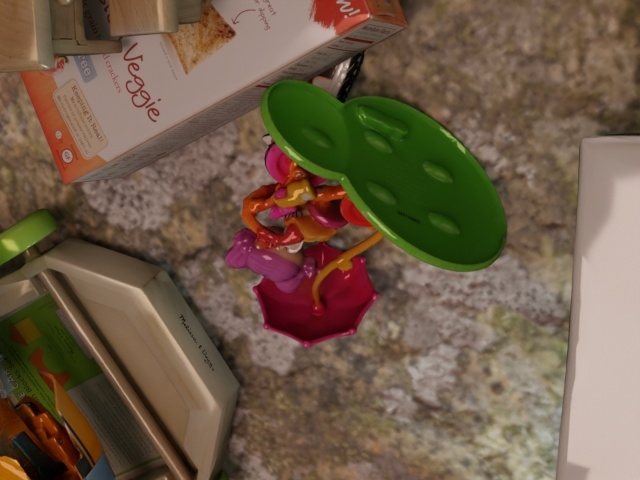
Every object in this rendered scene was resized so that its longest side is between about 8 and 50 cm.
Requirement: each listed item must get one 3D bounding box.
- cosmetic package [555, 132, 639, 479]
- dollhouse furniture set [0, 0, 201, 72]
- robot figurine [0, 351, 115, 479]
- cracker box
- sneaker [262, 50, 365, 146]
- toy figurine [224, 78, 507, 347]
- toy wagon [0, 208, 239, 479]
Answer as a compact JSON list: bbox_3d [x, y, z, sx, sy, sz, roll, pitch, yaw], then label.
[{"bbox_3d":[0.200,0.136,0.480,0.156,0.217,0.385,3,95,18],"label":"cosmetic package"},{"bbox_3d":[-0.070,-0.225,0.367,0.355,0.173,0.303,6,103,38],"label":"dollhouse furniture set"},{"bbox_3d":[-0.266,0.134,0.676,0.211,0.085,0.291,-27,102,26],"label":"robot figurine"},{"bbox_3d":[-0.083,-0.150,0.565,0.232,0.067,0.156,-24,87,24],"label":"cracker box"},{"bbox_3d":[-0.005,-0.095,0.597,0.043,0.040,0.109,29,117,8],"label":"sneaker"},{"bbox_3d":[0.000,0.000,0.588,0.173,0.130,0.159,23,132,-24],"label":"toy figurine"},{"bbox_3d":[-0.235,0.138,0.754,0.344,0.068,0.267,-26,101,26],"label":"toy wagon"}]
